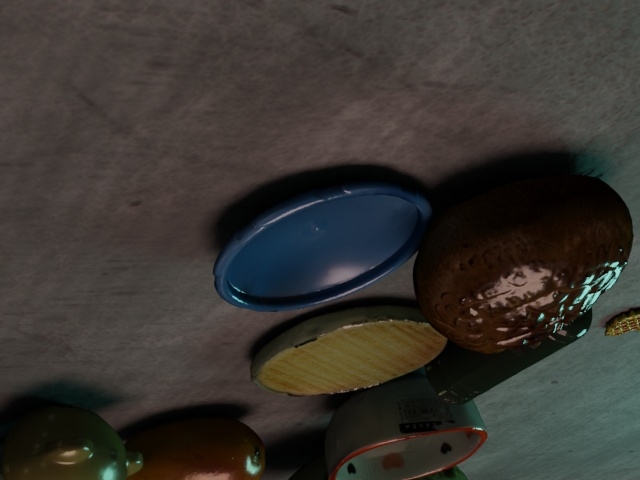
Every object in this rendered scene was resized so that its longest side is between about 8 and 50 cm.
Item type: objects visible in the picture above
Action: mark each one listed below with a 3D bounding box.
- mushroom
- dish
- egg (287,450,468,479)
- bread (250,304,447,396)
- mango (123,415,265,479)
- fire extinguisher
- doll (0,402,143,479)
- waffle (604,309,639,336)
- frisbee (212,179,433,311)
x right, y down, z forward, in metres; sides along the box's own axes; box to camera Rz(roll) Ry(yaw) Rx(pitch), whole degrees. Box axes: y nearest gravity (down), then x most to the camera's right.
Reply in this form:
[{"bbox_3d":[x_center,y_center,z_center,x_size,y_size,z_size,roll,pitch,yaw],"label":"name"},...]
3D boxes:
[{"bbox_3d":[0.220,0.023,1.341,0.253,0.153,0.253,-22,158,-9],"label":"mushroom"},{"bbox_3d":[0.119,0.279,1.882,0.256,0.117,0.256,-12,154,-6],"label":"dish"},{"bbox_3d":[0.073,0.514,2.069,0.428,0.345,0.345,-29,164,-28],"label":"egg"},{"bbox_3d":[0.036,0.145,1.645,0.267,0.040,0.267,-10,155,-5],"label":"bread"},{"bbox_3d":[-0.190,0.320,1.816,0.221,0.120,0.151,1,155,-13],"label":"mango"},{"bbox_3d":[0.260,0.113,1.632,0.114,0.095,0.311,42,135,-11],"label":"fire extinguisher"},{"bbox_3d":[-0.380,0.307,1.642,0.261,0.161,0.177,-19,154,19],"label":"doll"},{"bbox_3d":[0.466,0.120,1.840,0.085,0.016,0.078,-6,155,-17],"label":"waffle"},{"bbox_3d":[0.000,0.000,1.303,0.242,0.045,0.242,-17,154,-9],"label":"frisbee"}]
